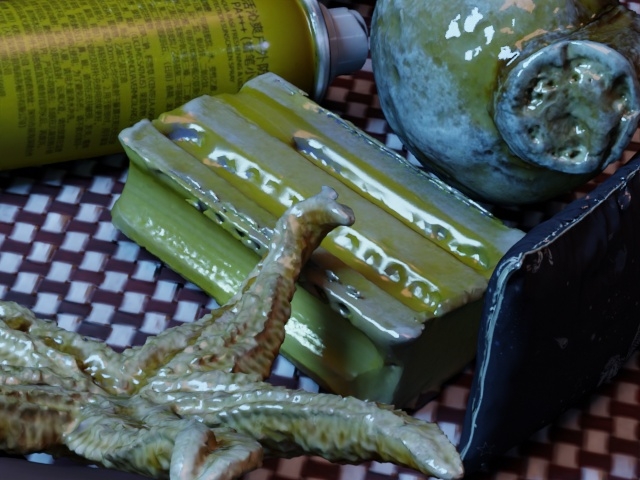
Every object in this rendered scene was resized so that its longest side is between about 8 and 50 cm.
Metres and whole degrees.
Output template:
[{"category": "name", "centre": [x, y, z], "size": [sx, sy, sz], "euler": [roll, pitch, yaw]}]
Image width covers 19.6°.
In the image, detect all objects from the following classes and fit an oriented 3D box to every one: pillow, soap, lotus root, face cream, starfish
[{"category": "pillow", "centre": [0.141, 0.029, 0.992], "size": [0.055, 0.141, 0.208], "euler": [27, 37, 27]}, {"category": "soap", "centre": [0.000, -0.001, 1.059], "size": [0.233, 0.076, 0.135], "euler": [33, 42, 30]}, {"category": "lotus root", "centre": [0.107, -0.120, 1.147], "size": [0.175, 0.175, 0.349], "euler": [6, 13, -3]}, {"category": "face cream", "centre": [-0.134, -0.105, 1.153], "size": [0.348, 0.105, 0.105], "euler": [-10, 39, -23]}, {"category": "starfish", "centre": [-0.088, 0.056, 0.855], "size": [0.375, 0.094, 0.327], "euler": [10, 21, 24]}]

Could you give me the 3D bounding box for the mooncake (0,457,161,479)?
[{"category": "mooncake", "centre": [-0.076, 0.235, 0.504], "size": [0.174, 0.326, 0.334], "euler": [11, 3, -15]}]

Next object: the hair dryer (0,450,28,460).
[{"category": "hair dryer", "centre": [-0.227, 0.159, 0.811], "size": [0.219, 0.071, 0.124], "euler": [-10, 36, -10]}]
